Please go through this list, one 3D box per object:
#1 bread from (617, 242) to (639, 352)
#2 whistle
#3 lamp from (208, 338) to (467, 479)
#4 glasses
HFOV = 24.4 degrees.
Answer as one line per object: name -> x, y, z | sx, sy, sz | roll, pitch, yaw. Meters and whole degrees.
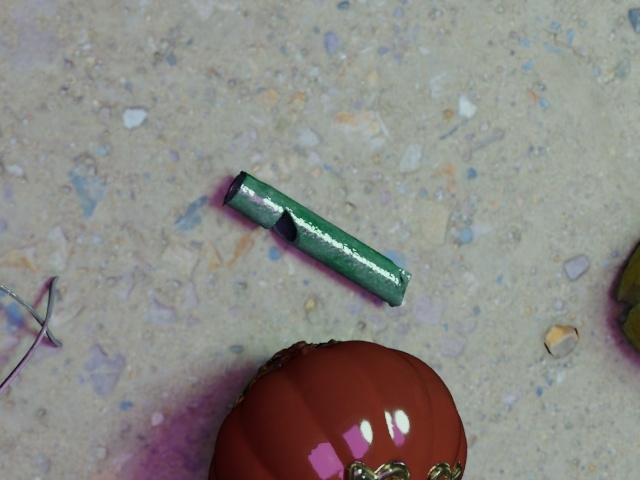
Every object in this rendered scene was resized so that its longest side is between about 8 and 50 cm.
bread -> 0.416, 0.041, 1.406 | 0.257, 0.124, 0.186 | -27, 101, -17
whistle -> 0.000, 0.000, 1.322 | 0.186, 0.039, 0.039 | 31, 83, -16
lamp -> 0.013, 0.183, 1.249 | 0.227, 0.227, 0.227 | -1, 92, -17
glasses -> -0.260, 0.069, 1.232 | 0.103, 0.062, 0.140 | -12, 96, -18
